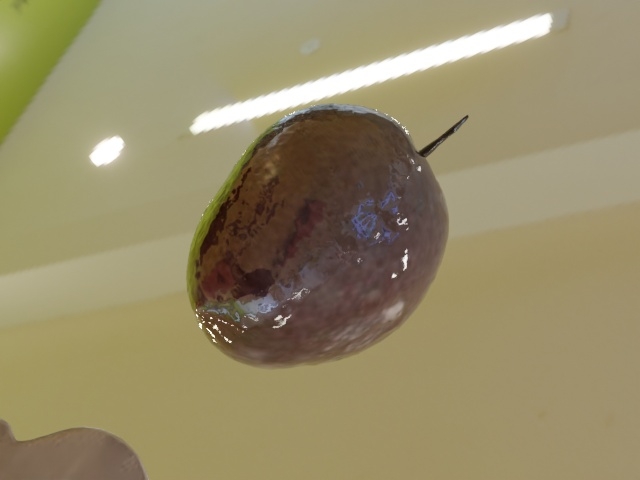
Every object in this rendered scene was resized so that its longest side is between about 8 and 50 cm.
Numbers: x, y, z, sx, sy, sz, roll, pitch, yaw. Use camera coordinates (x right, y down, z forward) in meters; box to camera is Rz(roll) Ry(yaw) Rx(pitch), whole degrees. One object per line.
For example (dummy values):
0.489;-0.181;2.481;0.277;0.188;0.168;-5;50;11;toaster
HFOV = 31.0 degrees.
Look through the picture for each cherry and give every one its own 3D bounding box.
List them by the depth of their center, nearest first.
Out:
0.000;0.000;0.918;0.184;0.213;0.266;37;-130;26;cherry

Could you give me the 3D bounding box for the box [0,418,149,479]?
-0.193;0.154;0.443;0.291;0.262;0.206;-27;167;-16;box
